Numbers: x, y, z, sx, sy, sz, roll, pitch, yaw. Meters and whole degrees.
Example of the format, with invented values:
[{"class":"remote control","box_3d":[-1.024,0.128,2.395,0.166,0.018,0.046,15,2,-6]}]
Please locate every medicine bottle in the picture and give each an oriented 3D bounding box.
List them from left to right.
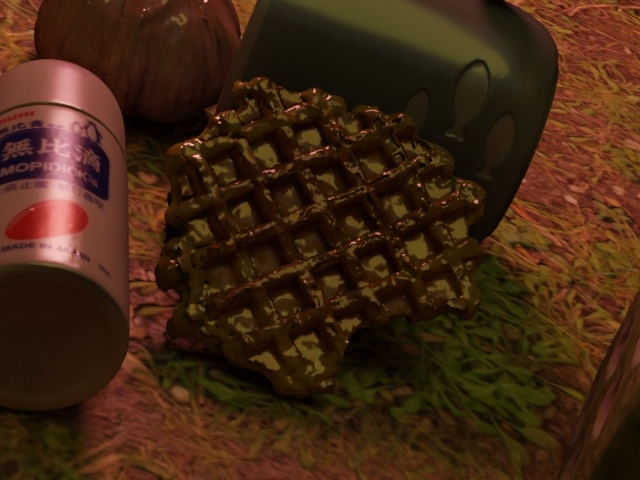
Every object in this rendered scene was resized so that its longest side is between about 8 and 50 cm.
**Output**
[{"class":"medicine bottle","box_3d":[-0.211,-0.025,1.100,0.130,0.130,0.341,13,30,-15]}]

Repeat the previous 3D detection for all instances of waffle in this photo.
[{"class":"waffle","box_3d":[-0.001,0.001,1.151,0.291,0.051,0.291,4,73,-12]}]

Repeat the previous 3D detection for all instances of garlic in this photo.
[{"class":"garlic","box_3d":[-0.170,-0.236,1.393,0.219,0.212,0.218,10,29,-6]}]

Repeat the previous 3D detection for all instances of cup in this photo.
[{"class":"cup","box_3d":[0.078,-0.174,1.310,0.274,0.356,0.259,22,26,-3]}]

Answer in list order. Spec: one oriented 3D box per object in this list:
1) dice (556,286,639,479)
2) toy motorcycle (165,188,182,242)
[{"class":"dice","box_3d":[0.326,0.150,1.044,0.250,0.252,0.254,25,28,5]},{"class":"toy motorcycle","box_3d":[-0.062,0.006,1.215,0.193,0.061,0.124,26,27,15]}]
